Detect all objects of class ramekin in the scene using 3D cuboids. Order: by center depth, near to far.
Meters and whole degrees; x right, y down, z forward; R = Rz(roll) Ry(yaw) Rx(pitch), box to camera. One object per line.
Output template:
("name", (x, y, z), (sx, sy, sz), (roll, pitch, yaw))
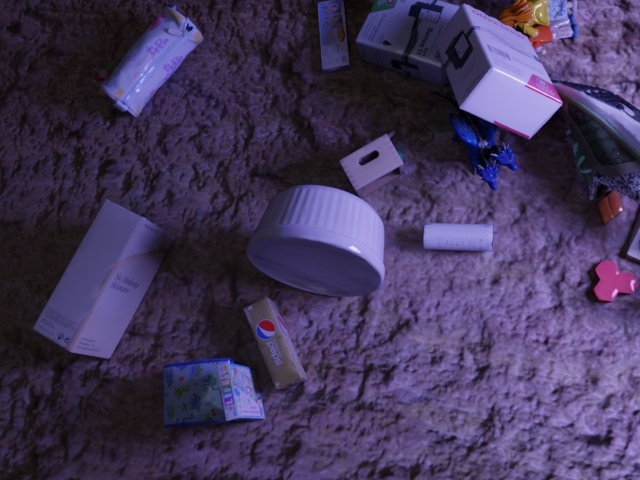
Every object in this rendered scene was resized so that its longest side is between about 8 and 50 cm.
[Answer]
("ramekin", (0.000, 0.000, 1.258), (0.272, 0.273, 0.127), (6, 64, 16))

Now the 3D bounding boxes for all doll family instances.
("doll family", (0.431, -0.521, 1.361), (0.163, 0.118, 0.263), (-12, 72, 11))

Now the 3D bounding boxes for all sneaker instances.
("sneaker", (0.524, -0.166, 1.213), (0.410, 0.158, 0.182), (54, 131, 42))

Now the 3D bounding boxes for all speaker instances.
("speaker", (0.273, -0.007, 1.292), (0.136, 0.055, 0.055), (1, 75, 15))

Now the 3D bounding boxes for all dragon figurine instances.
("dragon figurine", (0.308, -0.223, 1.296), (0.085, 0.144, 0.289), (-24, 70, 6))

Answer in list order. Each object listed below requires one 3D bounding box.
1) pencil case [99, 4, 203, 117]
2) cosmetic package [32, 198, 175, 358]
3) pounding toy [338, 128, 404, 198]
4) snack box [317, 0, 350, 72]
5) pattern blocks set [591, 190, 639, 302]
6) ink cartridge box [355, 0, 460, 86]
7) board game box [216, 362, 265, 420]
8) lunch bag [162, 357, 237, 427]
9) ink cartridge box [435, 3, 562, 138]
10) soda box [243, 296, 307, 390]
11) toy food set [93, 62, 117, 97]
("pencil case", (-0.401, -0.423, 1.550), (0.273, 0.113, 0.124), (-50, 47, -2))
("cosmetic package", (-0.459, 0.086, 1.399), (0.113, 0.160, 0.310), (26, 83, 18))
("pounding toy", (0.115, -0.170, 1.349), (0.141, 0.130, 0.100), (-30, 82, 5))
("snack box", (0.031, -0.476, 1.503), (0.064, 0.022, 0.178), (-7, 73, 13))
("pattern blocks set", (0.664, -0.019, 1.211), (0.285, 0.026, 0.325), (11, 77, 17))
("ink cartridge box", (0.204, -0.446, 1.416), (0.208, 0.087, 0.153), (23, 82, 18))
("board game box", (-0.153, 0.297, 1.263), (0.026, 0.154, 0.104), (-17, 71, 9))
("lunch bag", (-0.244, 0.309, 1.315), (0.151, 0.096, 0.129), (-6, 73, 3))
("ink cartridge box", (0.336, -0.329, 1.251), (0.100, 0.171, 0.237), (-53, 30, 38))
("soda box", (-0.092, 0.210, 1.321), (0.058, 0.061, 0.181), (-28, 70, 5))
("toy food set", (-0.531, -0.401, 1.627), (0.083, 0.020, 0.082), (-43, 69, 0))
